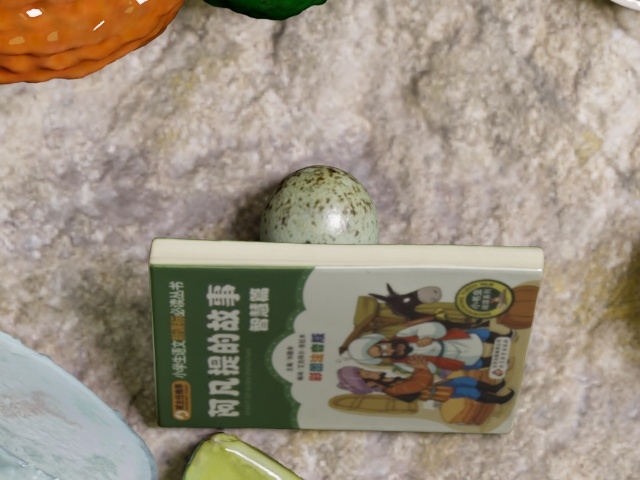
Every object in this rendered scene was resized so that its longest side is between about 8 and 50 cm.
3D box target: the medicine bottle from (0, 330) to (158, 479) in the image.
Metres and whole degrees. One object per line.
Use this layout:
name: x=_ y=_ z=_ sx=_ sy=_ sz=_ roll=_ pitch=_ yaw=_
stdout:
medicine bottle: x=-0.272 y=0.224 z=1.379 sx=0.245 sy=0.245 sz=0.290 roll=34 pitch=104 yaw=-10

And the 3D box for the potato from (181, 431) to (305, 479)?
potato: x=-0.032 y=0.224 z=1.484 sx=0.119 sy=0.054 sz=0.198 roll=-42 pitch=98 yaw=15

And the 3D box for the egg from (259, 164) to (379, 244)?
egg: x=0.000 y=0.000 z=1.401 sx=0.085 sy=0.085 sz=0.110 roll=-7 pitch=118 yaw=1

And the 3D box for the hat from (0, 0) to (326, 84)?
hat: x=-0.184 y=-0.205 z=1.296 sx=0.400 sy=0.285 sz=0.285 roll=8 pitch=108 yaw=-30

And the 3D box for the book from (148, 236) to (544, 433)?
book: x=0.014 y=0.071 z=1.398 sx=0.264 sy=0.027 sz=0.202 roll=2 pitch=142 yaw=-2

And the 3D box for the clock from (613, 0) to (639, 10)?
clock: x=0.232 y=-0.235 z=1.350 sx=0.155 sy=0.063 sz=0.229 roll=-31 pitch=107 yaw=5
